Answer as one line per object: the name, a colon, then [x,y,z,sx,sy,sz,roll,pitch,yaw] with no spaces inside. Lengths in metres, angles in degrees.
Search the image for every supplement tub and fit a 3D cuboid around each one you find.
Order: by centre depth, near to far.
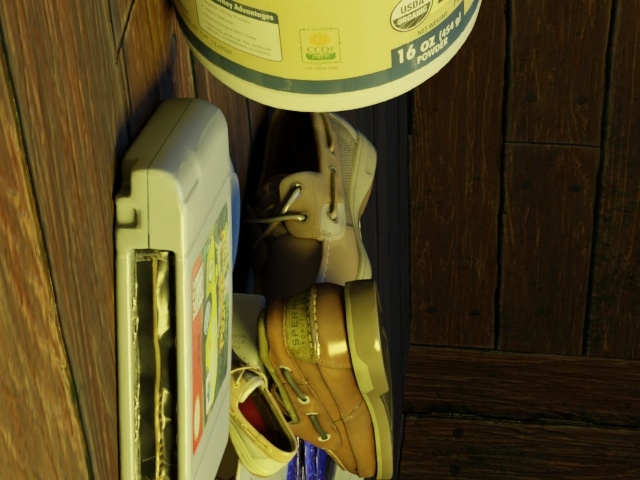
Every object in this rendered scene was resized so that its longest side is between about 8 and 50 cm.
supplement tub: [-0.002,-0.266,1.326,0.316,0.228,0.228,85,10,-53]

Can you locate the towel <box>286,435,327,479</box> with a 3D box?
towel: [-0.025,0.298,2.110,0.227,0.076,0.308,-52,145,-78]

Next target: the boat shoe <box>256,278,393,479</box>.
boat shoe: [0.007,0.119,1.681,0.307,0.104,0.111,79,6,-58]

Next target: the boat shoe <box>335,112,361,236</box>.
boat shoe: [0.000,0.000,2.079,0.096,0.098,0.277,81,12,-59]

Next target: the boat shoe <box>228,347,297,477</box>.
boat shoe: [-0.061,0.118,1.537,0.050,0.045,0.135,-33,89,-46]

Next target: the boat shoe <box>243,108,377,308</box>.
boat shoe: [-0.027,-0.009,1.864,0.110,0.121,0.341,45,30,-28]

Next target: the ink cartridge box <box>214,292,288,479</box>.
ink cartridge box: [-0.076,0.215,1.674,0.275,0.060,0.239,84,12,-54]

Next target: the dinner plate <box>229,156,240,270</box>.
dinner plate: [-0.084,-0.012,1.686,0.141,0.017,0.141,5,90,-83]

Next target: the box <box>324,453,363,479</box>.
box: [0.016,0.171,2.211,0.186,0.038,0.145,-116,-150,-53]

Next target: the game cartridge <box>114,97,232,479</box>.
game cartridge: [-0.101,0.057,1.404,0.196,0.060,0.294,-82,173,-69]
